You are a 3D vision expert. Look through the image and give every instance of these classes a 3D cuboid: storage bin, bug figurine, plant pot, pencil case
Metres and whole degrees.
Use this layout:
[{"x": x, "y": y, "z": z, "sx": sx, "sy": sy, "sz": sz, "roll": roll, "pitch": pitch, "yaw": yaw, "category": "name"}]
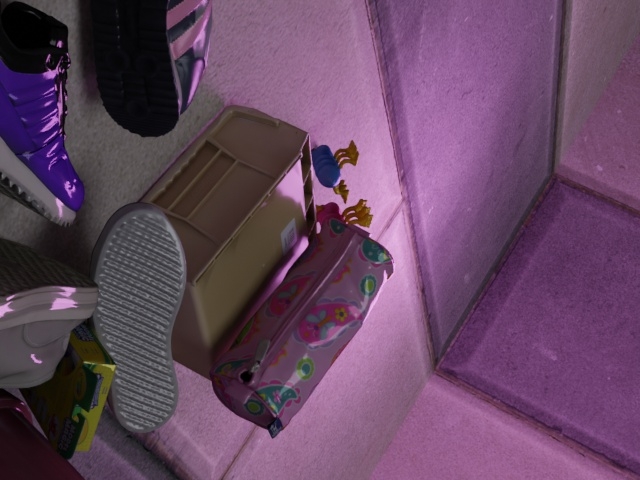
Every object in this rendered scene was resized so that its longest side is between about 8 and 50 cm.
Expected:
[{"x": -0.118, "y": 0.007, "z": 1.453, "sx": 0.260, "sy": 0.123, "sz": 0.262, "roll": -52, "pitch": 157, "yaw": -28, "category": "storage bin"}, {"x": 0.000, "y": 0.000, "z": 1.678, "sx": 0.216, "sy": 0.072, "sz": 0.279, "roll": -114, "pitch": -147, "yaw": -56, "category": "bug figurine"}, {"x": -0.332, "y": 0.266, "z": 1.172, "sx": 0.201, "sy": 0.180, "sz": 0.201, "roll": -51, "pitch": 158, "yaw": -30, "category": "plant pot"}, {"x": -0.023, "y": 0.106, "z": 1.457, "sx": 0.284, "sy": 0.124, "sz": 0.124, "roll": -52, "pitch": 157, "yaw": -23, "category": "pencil case"}]

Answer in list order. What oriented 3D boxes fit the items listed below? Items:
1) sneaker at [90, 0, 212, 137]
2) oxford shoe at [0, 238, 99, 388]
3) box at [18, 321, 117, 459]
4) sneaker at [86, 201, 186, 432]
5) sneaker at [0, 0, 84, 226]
[{"x": -0.153, "y": -0.260, "z": 1.094, "sx": 0.131, "sy": 0.112, "sz": 0.319, "roll": -66, "pitch": 171, "yaw": -49, "category": "sneaker"}, {"x": -0.329, "y": 0.066, "z": 0.965, "sx": 0.130, "sy": 0.169, "sz": 0.449, "roll": -62, "pitch": 165, "yaw": 2, "category": "oxford shoe"}, {"x": -0.264, "y": 0.138, "z": 1.187, "sx": 0.043, "sy": 0.179, "sz": 0.105, "roll": 10, "pitch": 109, "yaw": -34, "category": "box"}, {"x": -0.221, "y": 0.059, "z": 1.271, "sx": 0.102, "sy": 0.161, "sz": 0.282, "roll": -6, "pitch": 124, "yaw": -22, "category": "sneaker"}, {"x": -0.254, "y": -0.120, "z": 0.990, "sx": 0.146, "sy": 0.102, "sz": 0.293, "roll": -59, "pitch": 160, "yaw": -12, "category": "sneaker"}]
